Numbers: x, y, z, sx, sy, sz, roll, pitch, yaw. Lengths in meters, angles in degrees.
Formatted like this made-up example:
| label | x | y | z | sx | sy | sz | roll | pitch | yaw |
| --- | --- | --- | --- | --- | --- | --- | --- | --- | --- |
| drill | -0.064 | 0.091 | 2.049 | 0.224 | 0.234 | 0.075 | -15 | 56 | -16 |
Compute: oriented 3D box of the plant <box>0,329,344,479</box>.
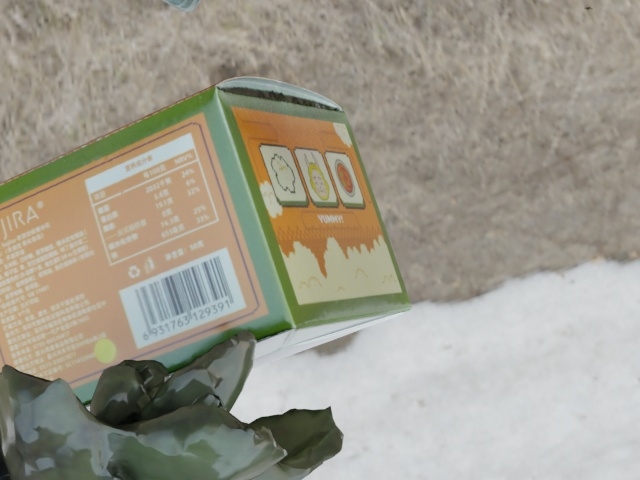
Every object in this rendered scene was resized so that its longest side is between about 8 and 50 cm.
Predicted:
| label | x | y | z | sx | sy | sz | roll | pitch | yaw |
| --- | --- | --- | --- | --- | --- | --- | --- | --- | --- |
| plant | -0.118 | 0.177 | 0.654 | 0.215 | 0.213 | 0.312 | 3 | 107 | -70 |

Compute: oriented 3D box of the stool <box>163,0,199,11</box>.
| label | x | y | z | sx | sy | sz | roll | pitch | yaw |
| --- | --- | --- | --- | --- | --- | --- | --- | --- | --- |
| stool | -0.133 | -0.379 | 1.090 | 0.297 | 0.297 | 0.330 | 26 | 96 | -32 |

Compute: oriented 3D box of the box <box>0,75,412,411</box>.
| label | x | y | z | sx | sy | sz | roll | pitch | yaw |
| --- | --- | --- | --- | --- | --- | --- | --- | --- | --- |
| box | -0.081 | 0.009 | 0.829 | 0.195 | 0.148 | 0.177 | -22 | 173 | 23 |

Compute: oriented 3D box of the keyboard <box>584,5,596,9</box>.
| label | x | y | z | sx | sy | sz | roll | pitch | yaw |
| --- | --- | --- | --- | --- | --- | --- | --- | --- | --- |
| keyboard | 0.321 | -0.443 | 1.707 | 0.103 | 0.381 | 0.041 | -25 | 151 | 36 |
